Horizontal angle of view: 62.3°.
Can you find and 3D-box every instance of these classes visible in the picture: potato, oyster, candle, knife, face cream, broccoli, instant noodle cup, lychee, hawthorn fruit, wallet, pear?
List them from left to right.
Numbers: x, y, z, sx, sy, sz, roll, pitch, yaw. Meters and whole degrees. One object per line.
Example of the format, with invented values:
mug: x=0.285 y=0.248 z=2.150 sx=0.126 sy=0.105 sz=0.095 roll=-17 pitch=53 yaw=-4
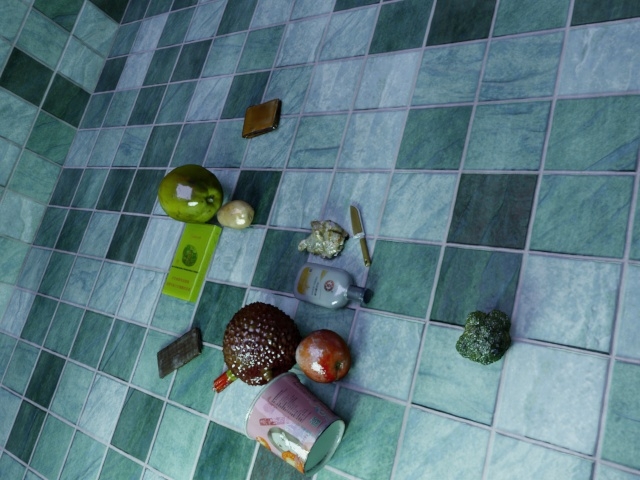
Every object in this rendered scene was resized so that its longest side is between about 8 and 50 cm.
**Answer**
wallet: x=-0.564 y=0.449 z=2.113 sx=0.230 sy=0.042 sz=0.124 roll=-32 pitch=53 yaw=19
pear: x=-0.548 y=-0.193 z=2.232 sx=0.321 sy=0.269 sz=0.269 roll=17 pitch=81 yaw=45
candle: x=-0.349 y=0.511 z=1.934 sx=0.130 sy=0.052 sz=0.052 roll=-41 pitch=53 yaw=14
potato: x=-0.348 y=-0.105 z=2.156 sx=0.178 sy=0.109 sz=0.119 roll=5 pitch=96 yaw=41
lychee: x=-0.200 y=0.345 z=1.761 sx=0.275 sy=0.275 sz=0.304 roll=-38 pitch=39 yaw=15
wallet: x=-0.258 y=-0.531 z=2.318 sx=0.195 sy=0.042 sz=0.161 roll=-9 pitch=61 yaw=34
instant noodle cup: x=-0.069 y=0.564 z=1.616 sx=0.231 sy=0.243 sz=0.243 roll=28 pitch=88 yaw=31
oyster: x=0.000 y=0.000 z=1.893 sx=0.191 sy=0.081 sz=0.163 roll=-35 pitch=59 yaw=22
hawthorn fruit: x=0.012 y=0.369 z=1.674 sx=0.172 sy=0.173 sz=0.173 roll=-14 pitch=64 yaw=30
face cream: x=0.039 y=0.162 z=1.799 sx=0.291 sy=0.071 sz=0.144 roll=12 pitch=78 yaw=37
knife: x=0.132 y=-0.023 z=1.845 sx=0.046 sy=0.022 sz=0.256 roll=-27 pitch=58 yaw=28
broccoli: x=0.450 y=0.260 z=1.445 sx=0.162 sy=0.145 sz=0.138 roll=-62 pitch=18 yaw=16

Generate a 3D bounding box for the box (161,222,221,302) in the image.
box: x=-0.549 y=0.085 z=2.253 sx=0.187 sy=0.047 sz=0.335 roll=9 pitch=77 yaw=37
